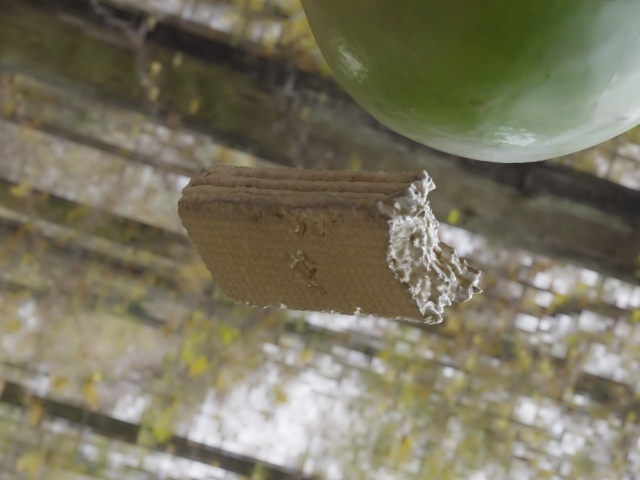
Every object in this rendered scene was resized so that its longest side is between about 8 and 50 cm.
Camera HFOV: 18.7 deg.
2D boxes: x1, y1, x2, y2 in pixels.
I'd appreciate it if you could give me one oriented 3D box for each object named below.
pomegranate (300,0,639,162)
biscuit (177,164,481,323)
[{"bbox_3d":[0.089,-0.131,0.817,0.241,0.190,0.159,-51,165,-38],"label":"pomegranate"},{"bbox_3d":[0.000,0.000,1.401,0.239,0.108,0.062,3,-139,44],"label":"biscuit"}]
